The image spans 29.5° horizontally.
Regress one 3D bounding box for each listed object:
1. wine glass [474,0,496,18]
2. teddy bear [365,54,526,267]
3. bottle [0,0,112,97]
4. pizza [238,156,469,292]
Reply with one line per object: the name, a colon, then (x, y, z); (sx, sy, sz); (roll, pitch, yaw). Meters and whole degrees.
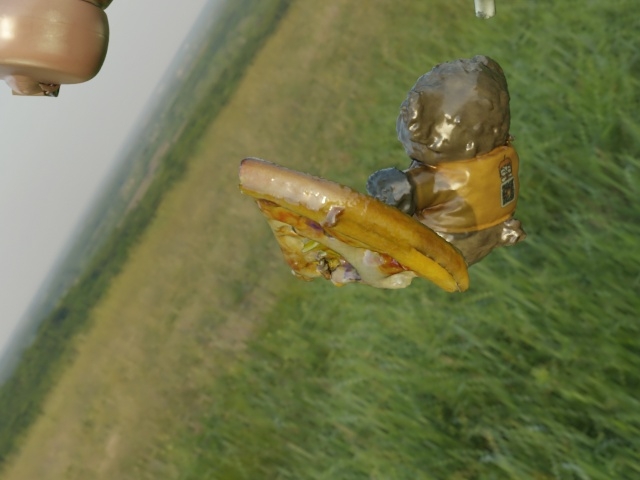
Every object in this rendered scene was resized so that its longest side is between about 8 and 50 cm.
wine glass: (0.236, -0.360, 1.739); (0.039, 0.042, 0.083); (-54, -38, -49)
teddy bear: (0.118, -0.069, 1.090); (0.177, 0.140, 0.190); (-33, -50, -38)
bottle: (-0.236, -0.275, 1.027); (0.206, 0.173, 0.296); (169, 105, -83)
pizza: (0.000, 0.000, 0.907); (0.176, 0.185, 0.036); (-22, 42, 58)
